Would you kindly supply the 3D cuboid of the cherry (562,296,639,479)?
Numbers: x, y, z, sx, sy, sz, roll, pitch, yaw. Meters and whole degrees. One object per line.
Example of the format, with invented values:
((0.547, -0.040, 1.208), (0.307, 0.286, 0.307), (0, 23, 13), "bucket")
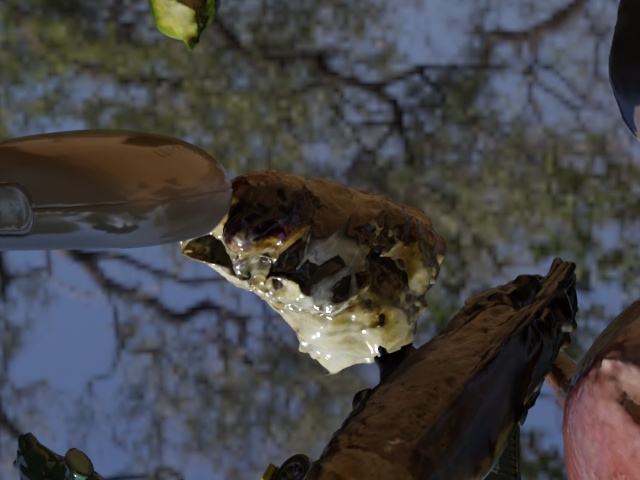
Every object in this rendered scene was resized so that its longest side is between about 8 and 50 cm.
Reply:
((0.280, 0.140, 1.168), (0.307, 0.261, 0.221), (33, -163, -24), "cherry")

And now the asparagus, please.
((-0.119, -0.298, 1.566), (0.082, 0.085, 0.343), (-8, -133, 11), "asparagus")

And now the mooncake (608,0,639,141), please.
((0.317, -0.136, 1.037), (0.306, 0.306, 0.154), (-10, -177, -20), "mooncake")

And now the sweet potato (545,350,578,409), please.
((0.274, 0.165, 1.875), (0.057, 0.057, 0.264), (-6, -168, -11), "sweet potato")

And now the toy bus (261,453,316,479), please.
((0.045, 0.331, 1.756), (0.144, 0.152, 0.330), (34, 175, -31), "toy bus")

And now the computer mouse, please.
((-0.175, -0.037, 1.283), (0.236, 0.082, 0.145), (1, -172, 37), "computer mouse")

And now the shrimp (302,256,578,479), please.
((0.029, 0.150, 0.946), (0.071, 0.233, 0.365), (33, -130, 14), "shrimp")

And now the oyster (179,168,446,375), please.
((-0.012, 0.009, 1.517), (0.232, 0.161, 0.107), (22, 165, -7), "oyster")

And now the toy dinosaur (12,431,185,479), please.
((-0.104, 0.215, 1.098), (0.079, 0.120, 0.292), (1, -152, -47), "toy dinosaur")

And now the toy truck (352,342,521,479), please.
((0.090, 0.208, 1.418), (0.121, 0.259, 0.088), (23, 148, -38), "toy truck")
